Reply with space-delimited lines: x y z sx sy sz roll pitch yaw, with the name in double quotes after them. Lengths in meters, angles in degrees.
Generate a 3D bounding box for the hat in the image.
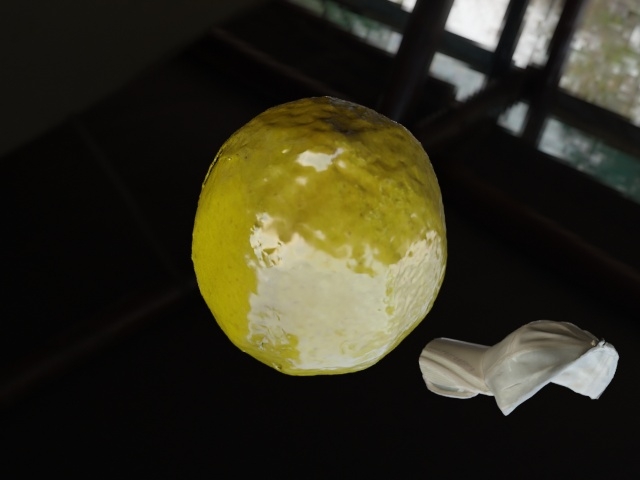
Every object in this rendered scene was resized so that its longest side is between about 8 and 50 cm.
0.264 0.147 1.899 0.226 0.164 0.219 35 -158 34 "hat"

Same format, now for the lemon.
0.000 0.000 1.109 0.204 0.260 0.204 2 -130 -3 "lemon"
